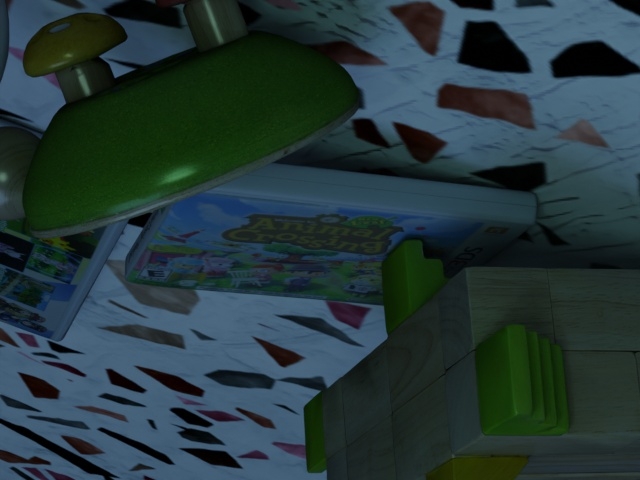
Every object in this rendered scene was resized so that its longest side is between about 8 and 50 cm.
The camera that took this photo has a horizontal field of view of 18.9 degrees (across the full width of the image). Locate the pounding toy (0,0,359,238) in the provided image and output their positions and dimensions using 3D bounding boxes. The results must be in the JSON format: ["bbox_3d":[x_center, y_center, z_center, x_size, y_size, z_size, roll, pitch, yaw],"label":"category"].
[{"bbox_3d":[-0.095,-0.086,1.007,0.237,0.183,0.110,0,114,62],"label":"pounding toy"}]

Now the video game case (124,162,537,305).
[{"bbox_3d":[0.000,0.000,1.190,0.212,0.023,0.193,6,160,-15],"label":"video game case"}]

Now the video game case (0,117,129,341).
[{"bbox_3d":[-0.298,-0.034,1.392,0.300,0.036,0.329,21,157,-9],"label":"video game case"}]

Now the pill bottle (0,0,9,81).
[{"bbox_3d":[-0.309,-0.151,0.931,0.181,0.181,0.323,2,153,33],"label":"pill bottle"}]

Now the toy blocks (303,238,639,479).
[{"bbox_3d":[0.166,0.107,1.194,0.261,0.190,0.381,2,161,-17],"label":"toy blocks"}]
